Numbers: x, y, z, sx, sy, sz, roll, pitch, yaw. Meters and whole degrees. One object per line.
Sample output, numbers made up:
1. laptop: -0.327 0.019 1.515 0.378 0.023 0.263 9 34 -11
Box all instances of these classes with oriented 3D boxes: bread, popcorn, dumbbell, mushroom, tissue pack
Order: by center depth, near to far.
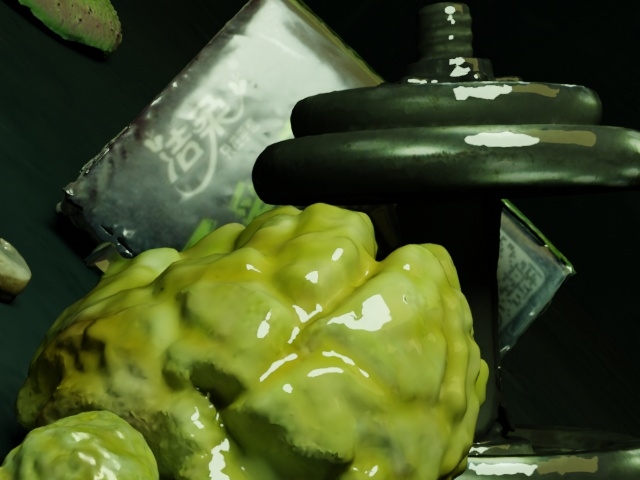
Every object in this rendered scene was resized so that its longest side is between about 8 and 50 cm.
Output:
1. popcorn: -0.082 0.083 0.539 0.083 0.068 0.059 8 -34 22
2. popcorn: -0.027 0.055 0.635 0.142 0.173 0.173 48 5 -29
3. mushroom: -0.164 -0.013 0.760 0.101 0.019 0.049 43 7 -8
4. dumbbell: 0.062 0.035 0.821 0.192 0.192 0.289 4 84 -77
5. tissue pack: 0.000 0.000 0.953 0.235 0.173 0.073 42 -17 -2
6. bread: -0.266 -0.255 1.440 0.301 0.045 0.301 43 8 -7
